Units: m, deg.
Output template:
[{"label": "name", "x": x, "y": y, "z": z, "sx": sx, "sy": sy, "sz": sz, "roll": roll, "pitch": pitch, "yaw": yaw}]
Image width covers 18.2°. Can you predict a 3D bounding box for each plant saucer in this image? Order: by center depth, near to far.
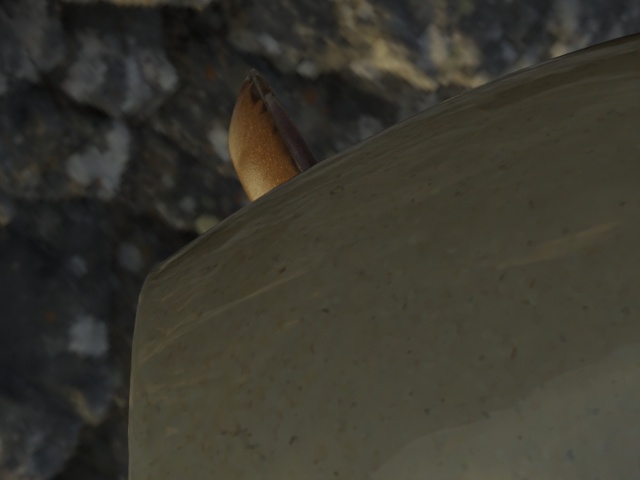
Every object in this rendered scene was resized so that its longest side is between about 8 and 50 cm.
[{"label": "plant saucer", "x": 0.000, "y": 0.000, "z": 1.085, "sx": 0.036, "sy": 0.198, "sz": 0.198, "roll": -30, "pitch": 130, "yaw": 3}]

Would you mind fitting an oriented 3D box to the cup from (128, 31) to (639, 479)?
[{"label": "cup", "x": 0.063, "y": 0.087, "z": 0.663, "sx": 0.237, "sy": 0.331, "sz": 0.331, "roll": -2, "pitch": 123, "yaw": 1}]
